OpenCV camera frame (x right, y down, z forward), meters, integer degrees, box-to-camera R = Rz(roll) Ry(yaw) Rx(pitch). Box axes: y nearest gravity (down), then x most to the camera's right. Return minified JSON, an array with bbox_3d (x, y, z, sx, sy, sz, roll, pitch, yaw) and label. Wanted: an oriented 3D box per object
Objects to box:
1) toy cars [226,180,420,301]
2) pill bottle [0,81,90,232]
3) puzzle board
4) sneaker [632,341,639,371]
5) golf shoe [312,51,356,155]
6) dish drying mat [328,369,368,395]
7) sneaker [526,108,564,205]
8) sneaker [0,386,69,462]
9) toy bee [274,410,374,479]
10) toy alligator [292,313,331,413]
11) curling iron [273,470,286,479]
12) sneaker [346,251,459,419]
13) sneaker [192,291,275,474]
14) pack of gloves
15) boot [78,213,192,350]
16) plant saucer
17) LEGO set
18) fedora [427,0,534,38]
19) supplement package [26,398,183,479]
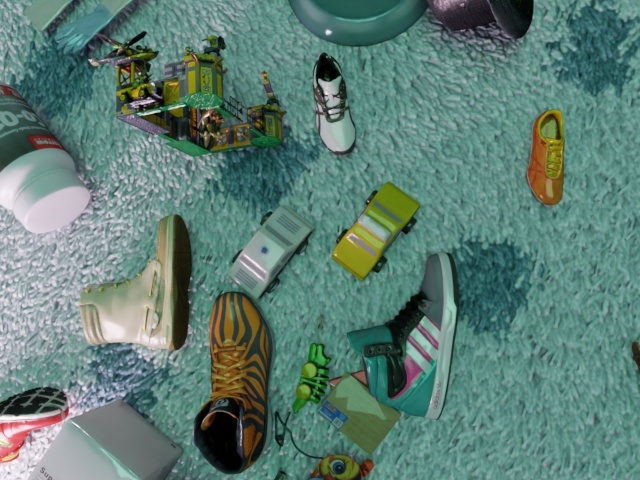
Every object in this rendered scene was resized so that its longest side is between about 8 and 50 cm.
[{"bbox_3d":[0.000,0.000,0.967,0.393,0.087,0.176,-12,83,7],"label":"toy cars"},{"bbox_3d":[-0.600,-0.164,1.029,0.161,0.161,0.283,-43,81,2],"label":"pill bottle"},{"bbox_3d":[0.071,0.320,0.959,0.128,0.011,0.096,37,94,6],"label":"puzzle board"},{"bbox_3d":[0.605,0.256,0.868,0.086,0.064,0.192,-17,79,11],"label":"sneaker"},{"bbox_3d":[0.019,-0.262,0.989,0.077,0.094,0.198,-14,84,5],"label":"golf shoe"},{"bbox_3d":[0.058,0.267,0.972,0.083,0.008,0.032,-17,82,6],"label":"dish drying mat"},{"bbox_3d":[0.411,-0.151,0.936,0.064,0.067,0.175,-4,85,6],"label":"sneaker"},{"bbox_3d":[-0.614,0.377,1.024,0.279,0.107,0.118,-17,101,9],"label":"sneaker"},{"bbox_3d":[0.026,0.437,0.886,0.162,0.195,0.298,-2,72,-17],"label":"toy bee"},{"bbox_3d":[-0.004,0.235,0.959,0.051,0.056,0.190,16,87,9],"label":"toy alligator"},{"bbox_3d":[-0.139,0.553,0.957,0.068,0.035,0.274,31,89,9],"label":"curling iron"},{"bbox_3d":[0.138,0.159,0.920,0.178,0.124,0.296,8,87,-1],"label":"sneaker"},{"bbox_3d":[-0.152,0.249,0.916,0.124,0.180,0.321,-11,83,7],"label":"sneaker"},{"bbox_3d":[-0.502,-0.509,1.121,0.232,0.046,0.195,-43,69,-1],"label":"pack of gloves"},{"bbox_3d":[-0.361,0.078,1.009,0.203,0.095,0.262,1,89,9],"label":"boot"},{"bbox_3d":[0.080,-0.549,1.034,0.317,0.044,0.318,-1,84,8],"label":"plant saucer"},{"bbox_3d":[-0.215,-0.288,0.930,0.255,0.331,0.192,-7,81,28],"label":"LEGO set"},{"bbox_3d":[0.261,-0.506,0.924,0.152,0.334,0.334,-12,82,37],"label":"fedora"},{"bbox_3d":[-0.424,0.471,0.933,0.175,0.177,0.293,34,89,10],"label":"supplement package"}]
